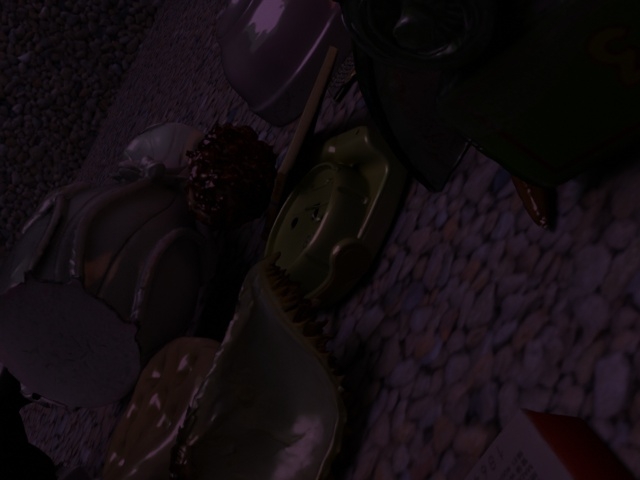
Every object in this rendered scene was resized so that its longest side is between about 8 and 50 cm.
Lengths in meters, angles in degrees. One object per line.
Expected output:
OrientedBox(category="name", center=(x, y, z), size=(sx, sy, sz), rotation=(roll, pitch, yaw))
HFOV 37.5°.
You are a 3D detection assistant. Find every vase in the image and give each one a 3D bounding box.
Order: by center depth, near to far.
OrientedBox(category="vase", center=(-0.247, 0.012, 1.233), size=(0.250, 0.250, 0.445), rotation=(-48, 12, 30))

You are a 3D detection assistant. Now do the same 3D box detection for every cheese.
OrientedBox(category="cheese", center=(-0.139, 0.200, 0.984), size=(0.235, 0.117, 0.218), rotation=(-39, 27, 36))

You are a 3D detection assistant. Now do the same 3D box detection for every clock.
OrientedBox(category="clock", center=(0.000, 0.000, 0.981), size=(0.170, 0.069, 0.232), rotation=(-16, 49, 61))

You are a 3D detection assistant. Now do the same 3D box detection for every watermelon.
OrientedBox(category="watermelon", center=(0.119, -0.209, 0.903), size=(0.305, 0.180, 0.224), rotation=(-64, -22, 3))

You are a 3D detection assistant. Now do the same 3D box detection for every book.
OrientedBox(category="book", center=(-0.029, -0.109, 1.132), size=(0.241, 0.018, 0.170), rotation=(116, 176, -71))

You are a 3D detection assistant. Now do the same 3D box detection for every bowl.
OrientedBox(category="bowl", center=(-0.055, -0.328, 1.408), size=(0.287, 0.144, 0.287), rotation=(-48, 24, 30))

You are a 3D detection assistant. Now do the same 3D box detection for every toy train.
OrientedBox(category="toy train", center=(0.167, -0.184, 0.595), size=(0.307, 0.249, 0.173), rotation=(-34, 31, 47))

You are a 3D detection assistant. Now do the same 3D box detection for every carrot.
OrientedBox(category="carrot", center=(0.162, -0.085, 0.776), size=(0.048, 0.048, 0.216), rotation=(-47, 31, 32))

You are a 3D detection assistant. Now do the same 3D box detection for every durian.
OrientedBox(category="durian", center=(-0.050, 0.144, 0.830), size=(0.252, 0.139, 0.144), rotation=(-62, 17, -1))

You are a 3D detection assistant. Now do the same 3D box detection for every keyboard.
OrientedBox(category="keyboard", center=(0.050, -0.243, 1.240), size=(0.129, 0.015, 0.049), rotation=(-53, 23, 18))

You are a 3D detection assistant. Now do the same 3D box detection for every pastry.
OrientedBox(category="pastry", center=(-0.114, -0.077, 1.182), size=(0.208, 0.115, 0.097), rotation=(-79, 8, -67))

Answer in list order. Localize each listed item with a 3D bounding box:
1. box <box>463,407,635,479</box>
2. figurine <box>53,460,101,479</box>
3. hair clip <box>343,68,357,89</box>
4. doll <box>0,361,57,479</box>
OrientedBox(category="box", center=(0.095, 0.213, 0.545), size=(0.229, 0.050, 0.123), rotation=(-56, 24, 11))
OrientedBox(category="figurine", center=(-0.273, 0.337, 1.107), size=(0.257, 0.182, 0.144), rotation=(-21, 86, 49))
OrientedBox(category="hair clip", center=(0.097, -0.261, 1.111), size=(0.214, 0.056, 0.062), rotation=(-54, -10, 18))
OrientedBox(category="doll", center=(-0.420, 0.295, 1.316), size=(0.378, 0.252, 0.382), rotation=(-39, -17, -20))
